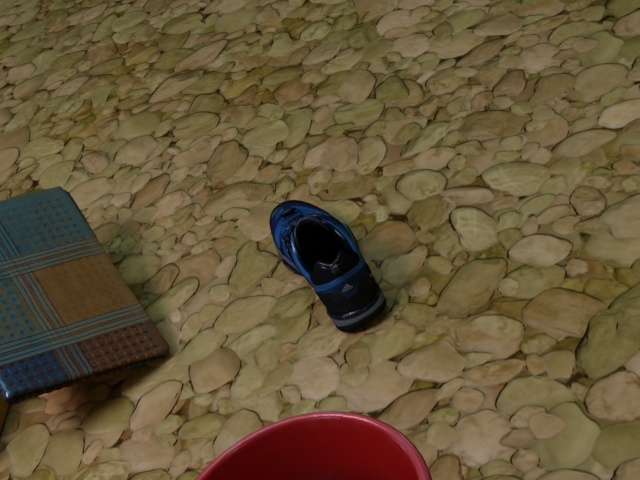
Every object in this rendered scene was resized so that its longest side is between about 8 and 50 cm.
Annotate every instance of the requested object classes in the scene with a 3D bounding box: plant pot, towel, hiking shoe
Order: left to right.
[{"bbox_3d":[-0.425,0.072,1.719,0.271,0.040,0.370,-15,52,-36],"label":"towel"},{"bbox_3d":[0.000,0.000,1.675,0.113,0.132,0.304,-32,37,-8],"label":"hiking shoe"},{"bbox_3d":[0.015,0.348,1.153,0.275,0.243,0.275,-16,38,13],"label":"plant pot"}]

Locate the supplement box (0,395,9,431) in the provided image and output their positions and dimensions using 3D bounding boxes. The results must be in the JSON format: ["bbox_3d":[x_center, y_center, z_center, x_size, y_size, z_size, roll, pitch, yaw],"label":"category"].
[{"bbox_3d":[-0.593,0.177,1.758,0.195,0.194,0.356,-15,39,15],"label":"supplement box"}]
